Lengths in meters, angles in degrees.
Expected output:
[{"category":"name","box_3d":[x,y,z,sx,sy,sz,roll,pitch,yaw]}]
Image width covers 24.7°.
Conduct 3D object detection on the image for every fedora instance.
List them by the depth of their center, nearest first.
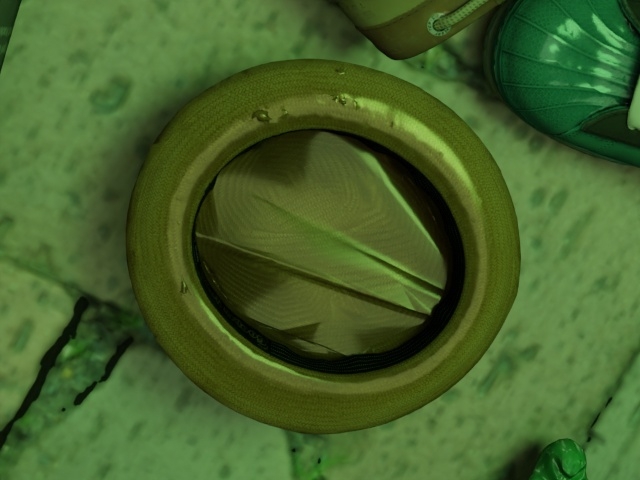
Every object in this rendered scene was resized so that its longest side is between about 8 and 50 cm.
[{"category":"fedora","box_3d":[0.000,0.000,0.730,0.194,0.079,0.194,-1,101,-6]}]

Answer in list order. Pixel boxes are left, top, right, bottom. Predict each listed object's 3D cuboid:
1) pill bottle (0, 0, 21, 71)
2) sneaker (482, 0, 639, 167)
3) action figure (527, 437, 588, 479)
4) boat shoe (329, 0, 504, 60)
[{"category":"pill bottle","box_3d":[-0.229,-0.067,0.615,0.176,0.176,0.318,17,99,-15]},{"category":"sneaker","box_3d":[0.235,-0.066,0.741,0.302,0.121,0.108,13,100,-15]},{"category":"action figure","box_3d":[0.112,0.218,0.813,0.137,0.063,0.232,10,105,-12]},{"category":"boat shoe","box_3d":[0.137,-0.198,0.699,0.324,0.123,0.116,-29,114,4]}]
